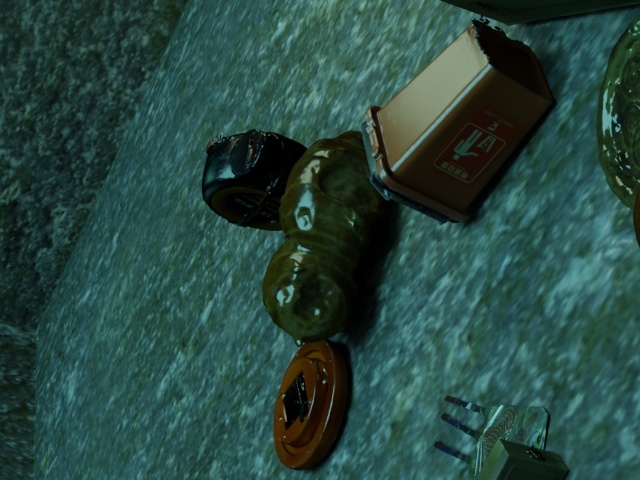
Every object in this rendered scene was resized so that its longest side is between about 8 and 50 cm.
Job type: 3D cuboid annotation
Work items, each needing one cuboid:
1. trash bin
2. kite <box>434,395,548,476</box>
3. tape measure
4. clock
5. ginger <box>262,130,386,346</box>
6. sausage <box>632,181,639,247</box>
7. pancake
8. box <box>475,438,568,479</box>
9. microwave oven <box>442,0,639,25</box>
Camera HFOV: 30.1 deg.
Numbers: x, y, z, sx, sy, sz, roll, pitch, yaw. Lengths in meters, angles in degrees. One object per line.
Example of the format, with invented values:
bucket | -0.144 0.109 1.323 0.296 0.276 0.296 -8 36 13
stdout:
trash bin | 0.176 -0.164 1.555 0.239 0.161 0.184 -49 33 30
kite | 0.192 0.241 1.406 0.229 0.016 0.127 8 79 66
tape measure | -0.099 -0.105 2.049 0.222 0.202 0.135 -18 55 45
clock | -0.021 0.249 1.826 0.205 0.051 0.205 -48 33 45
ginger | 0.005 -0.010 1.839 0.274 0.152 0.358 139 146 -83
sausage | 0.374 -0.033 1.007 0.268 0.153 0.141 157 112 -64
pancake | 0.347 -0.136 1.253 0.235 0.029 0.212 -160 75 -78
box | 0.210 0.257 1.269 0.083 0.079 0.035 -65 23 18
microwave oven | 0.227 -0.424 1.375 0.394 0.332 0.247 11 88 66
